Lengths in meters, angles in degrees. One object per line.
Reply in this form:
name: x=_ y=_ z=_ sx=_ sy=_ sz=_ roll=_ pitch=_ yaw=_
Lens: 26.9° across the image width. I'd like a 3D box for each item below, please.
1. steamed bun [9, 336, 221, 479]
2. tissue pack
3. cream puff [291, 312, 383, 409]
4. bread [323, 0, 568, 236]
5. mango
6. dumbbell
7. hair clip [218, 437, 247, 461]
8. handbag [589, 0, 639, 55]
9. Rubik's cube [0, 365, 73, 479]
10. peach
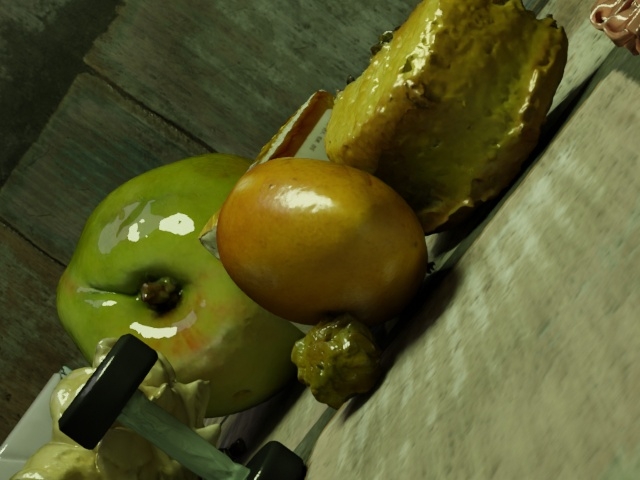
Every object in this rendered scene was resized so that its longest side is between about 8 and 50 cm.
steamed bun: x=-0.171 y=0.244 z=1.234 sx=0.295 sy=0.137 sz=0.292 roll=63 pitch=-141 yaw=-69
tissue pack: x=0.007 y=-0.027 z=1.372 sx=0.092 sy=0.183 sz=0.226 roll=-37 pitch=15 yaw=43
cream puff: x=0.018 y=0.098 z=1.104 sx=0.083 sy=0.058 sz=0.083 roll=39 pitch=124 yaw=48
bread: x=0.100 y=-0.097 z=1.178 sx=0.260 sy=0.160 sz=0.147 roll=-37 pitch=22 yaw=53
mango: x=0.000 y=0.000 z=1.134 sx=0.138 sy=0.187 sz=0.257 roll=-56 pitch=-6 yaw=-10
dumbbell: x=-0.114 y=0.170 z=1.112 sx=0.100 sy=0.191 sz=0.100 roll=-52 pitch=6 yaw=7
hair clip: x=-0.137 y=0.265 z=1.540 sx=0.049 sy=0.049 sz=0.173 roll=-57 pitch=7 yaw=-36
handbag: x=0.254 y=-0.195 z=0.917 sx=0.157 sy=0.059 sz=0.212 roll=-52 pitch=6 yaw=13
Rubik's cube: x=-0.280 y=0.315 z=1.470 sx=0.221 sy=0.231 sz=0.224 roll=-58 pitch=5 yaw=-38
peach: x=-0.129 y=0.043 z=1.501 sx=0.316 sy=0.314 sz=0.281 roll=-16 pitch=-56 yaw=-58
